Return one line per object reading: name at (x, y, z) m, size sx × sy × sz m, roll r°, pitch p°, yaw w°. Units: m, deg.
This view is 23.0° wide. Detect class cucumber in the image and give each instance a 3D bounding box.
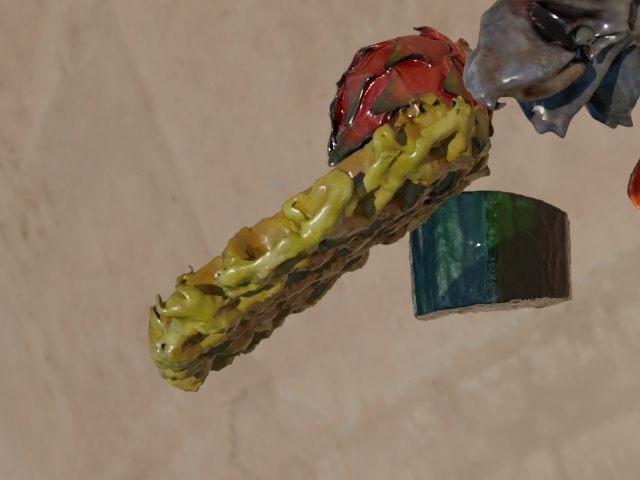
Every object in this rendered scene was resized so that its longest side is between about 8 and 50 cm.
cucumber at (0.190, 0.019, 1.761) m, size 0.191 × 0.191 × 0.130 m, roll 158°, pitch 112°, yaw -69°

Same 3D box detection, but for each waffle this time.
waffle at (0.000, 0.000, 1.152) m, size 0.068 × 0.302 × 0.325 m, roll 53°, pitch 171°, yaw 5°

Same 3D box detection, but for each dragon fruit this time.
dragon fruit at (0.105, -0.152, 1.943) m, size 0.193 × 0.274 × 0.192 m, roll 43°, pitch 150°, yaw 36°

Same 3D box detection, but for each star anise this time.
star anise at (0.251, -0.239, 1.390) m, size 0.139 × 0.359 × 0.316 m, roll 42°, pitch 159°, yaw 32°

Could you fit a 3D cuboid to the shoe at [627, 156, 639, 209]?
shoe at (0.332, -0.089, 1.410) m, size 0.074 × 0.077 × 0.194 m, roll 40°, pitch 152°, yaw 11°
